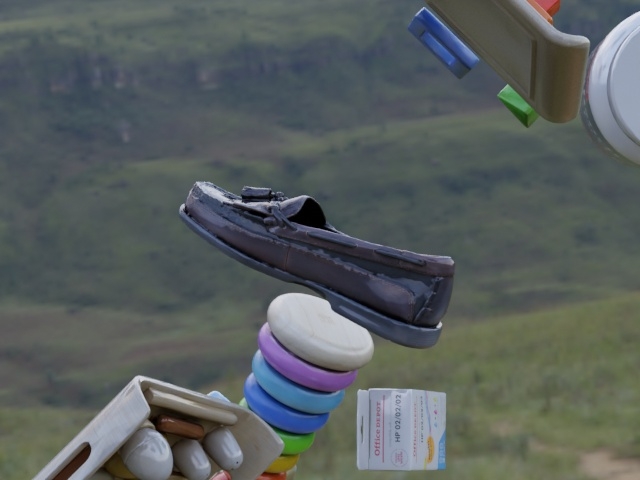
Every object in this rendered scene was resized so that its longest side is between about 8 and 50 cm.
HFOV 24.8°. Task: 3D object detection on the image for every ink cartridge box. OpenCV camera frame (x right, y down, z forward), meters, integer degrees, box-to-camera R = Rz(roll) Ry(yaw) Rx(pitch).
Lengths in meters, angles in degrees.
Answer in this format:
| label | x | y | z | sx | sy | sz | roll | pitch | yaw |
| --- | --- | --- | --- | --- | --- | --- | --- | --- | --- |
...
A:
| label | x | y | z | sx | sy | sz | roll | pitch | yaw |
| --- | --- | --- | --- | --- | --- | --- | --- | --- | --- |
| ink cartridge box | 0.106 | 0.244 | 1.871 | 0.062 | 0.104 | 0.181 | -3 | -8 | 23 |

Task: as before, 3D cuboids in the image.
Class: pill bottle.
| label | x | y | z | sx | sy | sz | roll | pitch | yaw |
| --- | --- | --- | --- | --- | --- | --- | --- | --- | --- |
| pill bottle | 0.446 | -0.195 | 1.885 | 0.210 | 0.210 | 0.363 | -8 | 2 | 7 |

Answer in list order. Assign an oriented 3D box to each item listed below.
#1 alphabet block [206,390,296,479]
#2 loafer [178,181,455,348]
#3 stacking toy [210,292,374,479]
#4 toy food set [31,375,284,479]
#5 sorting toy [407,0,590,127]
| label | x | y | z | sx | sy | sz | roll | pitch | yaw |
| --- | --- | --- | --- | --- | --- | --- | --- | --- | --- |
| alphabet block | -0.180 | 0.374 | 2.141 | 0.192 | 0.193 | 0.197 | 39 | 45 | 27 |
| loafer | 0.000 | 0.000 | 1.433 | 0.303 | 0.095 | 0.109 | 28 | 17 | 23 |
| stacking toy | -0.062 | 0.234 | 1.845 | 0.141 | 0.330 | 0.141 | 23 | 21 | -10 |
| toy food set | -0.185 | 0.267 | 1.559 | 0.220 | 0.092 | 0.306 | -45 | -29 | 8 |
| sorting toy | 0.118 | -0.179 | 1.045 | 0.047 | 0.196 | 0.347 | -47 | -13 | -4 |
